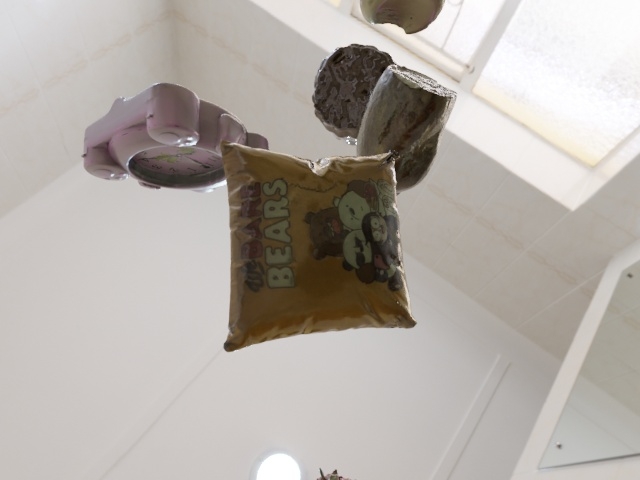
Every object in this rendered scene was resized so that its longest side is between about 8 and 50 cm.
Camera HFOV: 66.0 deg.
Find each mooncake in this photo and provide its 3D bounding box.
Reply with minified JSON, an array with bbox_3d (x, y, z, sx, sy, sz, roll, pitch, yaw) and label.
[{"bbox_3d":[0.133,-0.474,1.617,0.323,0.187,0.324,-1,-93,20],"label":"mooncake"}]

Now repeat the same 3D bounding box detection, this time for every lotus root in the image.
[{"bbox_3d":[0.221,-0.294,1.380,0.250,0.346,0.250,11,-146,-7],"label":"lotus root"}]

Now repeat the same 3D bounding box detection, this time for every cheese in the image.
[{"bbox_3d":[0.131,-0.533,1.065,0.286,0.163,0.082,2,-110,-20],"label":"cheese"}]

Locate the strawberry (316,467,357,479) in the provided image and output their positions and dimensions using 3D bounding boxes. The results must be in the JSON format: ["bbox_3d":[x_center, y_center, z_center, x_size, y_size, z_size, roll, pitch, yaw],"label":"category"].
[{"bbox_3d":[0.046,0.551,0.915,0.097,0.228,0.174,-3,-152,-2],"label":"strawberry"}]

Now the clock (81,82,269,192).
[{"bbox_3d":[-0.288,-0.192,1.038,0.322,0.295,0.114,15,-116,-53],"label":"clock"}]

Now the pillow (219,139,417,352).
[{"bbox_3d":[0.000,0.000,0.761,0.312,0.119,0.310,-1,-98,-20],"label":"pillow"}]
